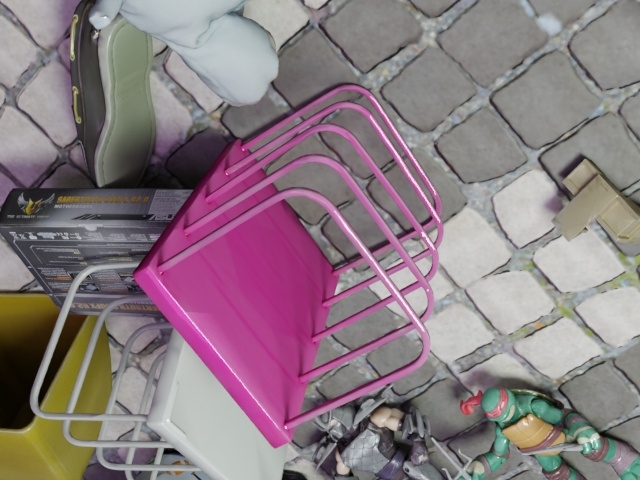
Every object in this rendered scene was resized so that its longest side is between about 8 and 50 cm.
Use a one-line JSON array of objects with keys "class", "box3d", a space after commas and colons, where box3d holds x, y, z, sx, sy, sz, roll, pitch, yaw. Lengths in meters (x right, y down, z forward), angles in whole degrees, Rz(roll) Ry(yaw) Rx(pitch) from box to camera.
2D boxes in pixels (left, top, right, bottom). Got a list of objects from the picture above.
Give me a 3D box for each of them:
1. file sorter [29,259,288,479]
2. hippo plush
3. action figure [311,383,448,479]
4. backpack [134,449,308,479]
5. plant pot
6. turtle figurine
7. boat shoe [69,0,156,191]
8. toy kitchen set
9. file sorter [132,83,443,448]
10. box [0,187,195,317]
[{"class": "file sorter", "box3d": [-0.159, 0.166, 0.920, 0.173, 0.193, 0.278, -3, 144, 20]}, {"class": "hippo plush", "box3d": [-0.080, -0.283, 0.692, 0.236, 0.294, 0.234, -40, 73, 10]}, {"class": "action figure", "box3d": [0.105, 0.293, 1.040, 0.285, 0.099, 0.185, 37, 130, -4]}, {"class": "backpack", "box3d": [-0.165, 0.424, 1.126, 0.263, 0.213, 0.276, 31, 125, 8]}, {"class": "plant pot", "box3d": [-0.381, 0.207, 1.058, 0.212, 0.212, 0.187, -1, 132, 15]}, {"class": "turtle figurine", "box3d": [0.252, 0.231, 0.955, 0.234, 0.118, 0.175, 31, 138, -22]}, {"class": "boat shoe", "box3d": [-0.225, -0.146, 0.884, 0.068, 0.081, 0.228, 32, 131, 22]}, {"class": "toy kitchen set", "box3d": [0.286, -0.027, 0.848, 0.068, 0.075, 0.083, -49, 59, 28]}, {"class": "file sorter", "box3d": [0.000, 0.000, 0.786, 0.182, 0.291, 0.202, -28, 109, 23]}, {"class": "box", "box3d": [-0.220, 0.018, 0.947, 0.231, 0.056, 0.183, 1, 143, 14]}]
